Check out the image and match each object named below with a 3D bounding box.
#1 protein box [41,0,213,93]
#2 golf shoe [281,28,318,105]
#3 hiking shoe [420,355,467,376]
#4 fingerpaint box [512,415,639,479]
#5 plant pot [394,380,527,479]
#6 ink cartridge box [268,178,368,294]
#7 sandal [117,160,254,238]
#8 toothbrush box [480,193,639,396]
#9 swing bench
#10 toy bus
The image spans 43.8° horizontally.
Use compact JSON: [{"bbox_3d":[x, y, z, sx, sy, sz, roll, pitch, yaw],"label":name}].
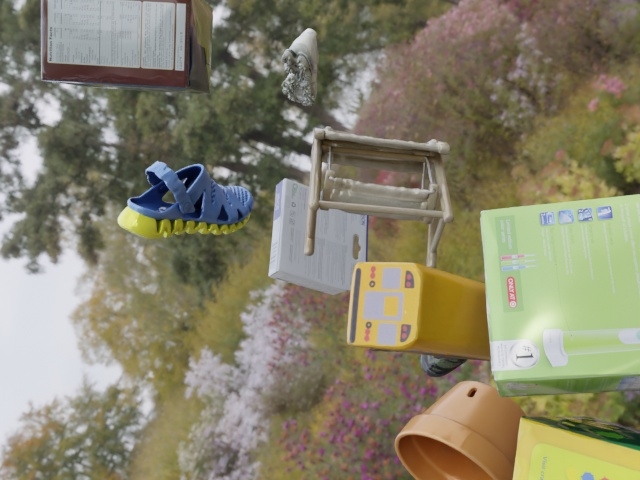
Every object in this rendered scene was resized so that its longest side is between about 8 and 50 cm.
[{"bbox_3d":[-0.272,-0.288,1.153,0.200,0.201,0.136,-81,-5,-81],"label":"protein box"},{"bbox_3d":[-0.025,-0.309,1.435,0.176,0.069,0.086,101,-166,-70],"label":"golf shoe"},{"bbox_3d":[0.244,0.160,1.397,0.227,0.086,0.114,-52,-18,23],"label":"hiking shoe"},{"bbox_3d":[0.382,0.449,0.855,0.371,0.163,0.445,5,87,49],"label":"fingerpaint box"},{"bbox_3d":[0.345,0.460,1.813,0.203,0.291,0.291,-48,-14,-30],"label":"plant pot"},{"bbox_3d":[0.000,0.000,1.720,0.045,0.224,0.223,-32,47,51],"label":"ink cartridge box"},{"bbox_3d":[-0.247,-0.087,1.578,0.317,0.126,0.138,-10,-59,-53],"label":"sandal"},{"bbox_3d":[0.337,0.065,0.920,0.122,0.283,0.206,51,-145,-65],"label":"toothbrush box"},{"bbox_3d":[0.105,-0.103,1.490,0.165,0.253,0.254,99,176,-54],"label":"swing bench"},{"bbox_3d":[0.160,0.103,1.076,0.333,0.130,0.108,16,-105,-52],"label":"toy bus"}]
